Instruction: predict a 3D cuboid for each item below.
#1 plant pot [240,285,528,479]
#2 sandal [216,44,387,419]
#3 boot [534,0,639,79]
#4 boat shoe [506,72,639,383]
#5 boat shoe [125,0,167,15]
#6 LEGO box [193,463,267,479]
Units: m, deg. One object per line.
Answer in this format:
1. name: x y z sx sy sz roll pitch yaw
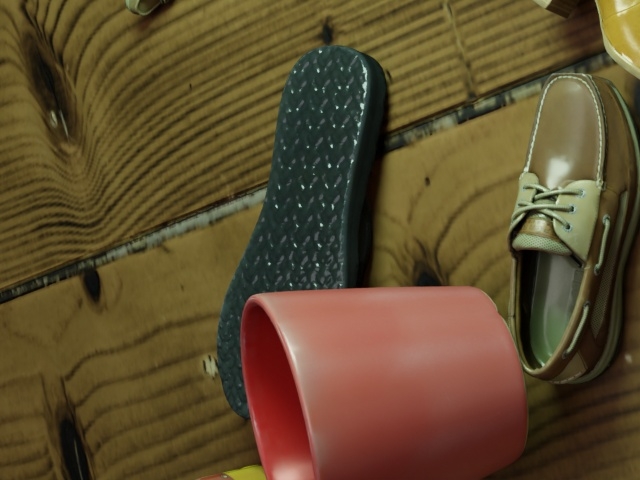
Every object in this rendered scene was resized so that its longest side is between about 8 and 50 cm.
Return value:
1. plant pot: 0.068 0.166 1.568 0.275 0.243 0.275 168 90 -74
2. sandal: 0.002 -0.001 1.752 0.167 0.107 0.446 14 88 37
3. boot: 0.349 -0.266 1.466 0.295 0.104 0.211 41 110 25
4. boat shoe: 0.253 -0.009 1.535 0.122 0.120 0.324 2 93 37
5. boat shoe: -0.191 -0.339 1.901 0.153 0.056 0.048 -48 60 21
6. LEGO box: 0.065 0.505 1.654 0.500 0.193 0.372 18 103 35
